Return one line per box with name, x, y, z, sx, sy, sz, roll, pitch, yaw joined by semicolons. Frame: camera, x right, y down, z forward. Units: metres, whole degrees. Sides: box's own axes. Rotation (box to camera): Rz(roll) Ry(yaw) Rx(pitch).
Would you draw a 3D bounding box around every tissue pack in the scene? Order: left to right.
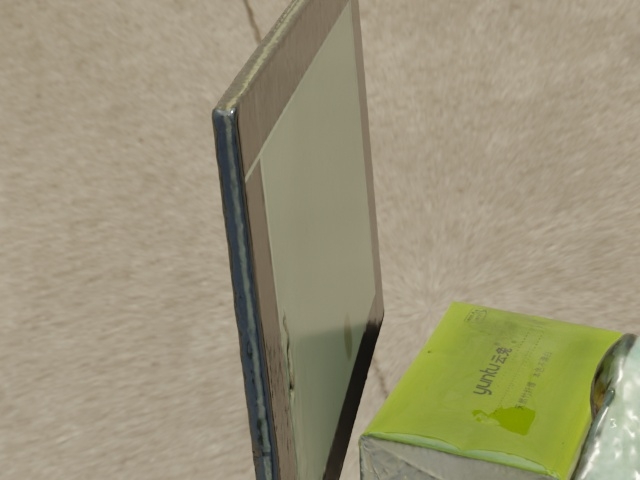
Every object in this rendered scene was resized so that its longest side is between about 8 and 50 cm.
tissue pack;0.179;0.201;1.464;0.200;0.275;0.167;9;118;21

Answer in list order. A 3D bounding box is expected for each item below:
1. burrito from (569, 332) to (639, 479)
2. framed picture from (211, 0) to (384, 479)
burrito;0.173;0.130;0.452;0.228;0.089;0.144;21;75;16
framed picture;0.000;0.000;0.787;0.016;0.347;0.265;-1;114;10
